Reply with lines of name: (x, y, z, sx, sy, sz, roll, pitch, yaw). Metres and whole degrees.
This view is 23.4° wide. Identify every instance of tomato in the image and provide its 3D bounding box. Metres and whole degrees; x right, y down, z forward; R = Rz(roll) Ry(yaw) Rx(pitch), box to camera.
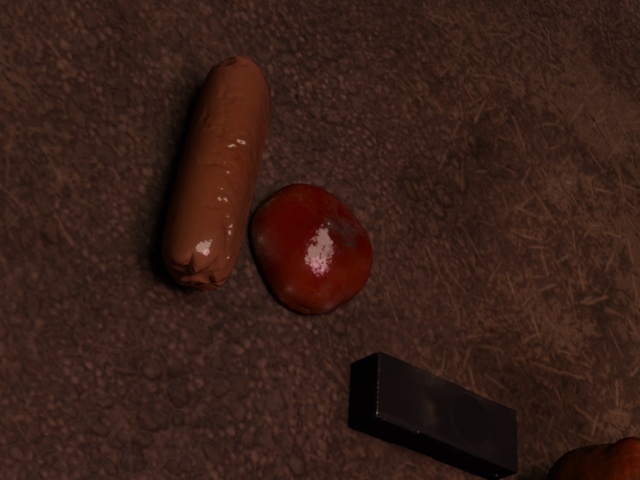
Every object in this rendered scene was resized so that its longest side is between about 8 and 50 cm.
tomato: (0.000, 0.000, 1.697, 0.155, 0.069, 0.156, 22, 53, -32)

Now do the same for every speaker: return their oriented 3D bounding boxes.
speaker: (0.130, 0.200, 1.723, 0.218, 0.044, 0.082, 26, 52, -31)

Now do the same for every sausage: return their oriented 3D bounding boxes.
sausage: (-0.107, -0.074, 1.627, 0.086, 0.086, 0.289, 31, 49, -27)

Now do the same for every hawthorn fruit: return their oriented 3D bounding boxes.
hawthorn fruit: (0.349, 0.355, 1.726, 0.210, 0.210, 0.262, 14, 67, -37)
